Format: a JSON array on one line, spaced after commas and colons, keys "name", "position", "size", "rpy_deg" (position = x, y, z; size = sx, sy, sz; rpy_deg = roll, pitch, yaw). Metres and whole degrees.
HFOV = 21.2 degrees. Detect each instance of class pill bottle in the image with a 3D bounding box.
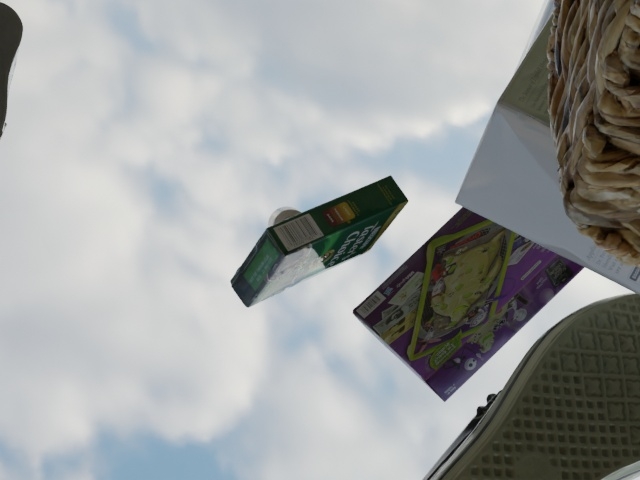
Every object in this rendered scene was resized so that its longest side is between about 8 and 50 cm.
[{"name": "pill bottle", "position": [-0.035, -0.015, 1.918], "size": [0.043, 0.043, 0.083], "rpy_deg": [9, -177, -7]}]

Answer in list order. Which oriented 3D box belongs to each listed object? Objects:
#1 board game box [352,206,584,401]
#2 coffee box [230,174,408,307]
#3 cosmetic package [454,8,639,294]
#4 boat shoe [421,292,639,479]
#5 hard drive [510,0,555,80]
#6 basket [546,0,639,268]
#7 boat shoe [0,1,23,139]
[{"name": "board game box", "position": [0.211, 0.014, 1.965], "size": [0.056, 0.347, 0.208], "rpy_deg": [48, 177, -26]}, {"name": "coffee box", "position": [0.000, 0.000, 1.831], "size": [0.184, 0.113, 0.040], "rpy_deg": [-24, -109, -38]}, {"name": "cosmetic package", "position": [0.282, -0.091, 1.674], "size": [0.224, 0.138, 0.224], "rpy_deg": [28, -140, 7]}, {"name": "boat shoe", "position": [0.234, 0.226, 1.806], "size": [0.187, 0.156, 0.500], "rpy_deg": [48, -121, 2]}, {"name": "hard drive", "position": [0.313, -0.278, 2.349], "size": [0.047, 0.353, 0.233], "rpy_deg": [21, -133, 3]}, {"name": "basket", "position": [0.289, -0.100, 1.025], "size": [0.299, 0.214, 0.223], "rpy_deg": [7, -143, -5]}, {"name": "boat shoe", "position": [-0.401, -0.137, 1.882], "size": [0.113, 0.105, 0.306], "rpy_deg": [11, -135, -11]}]
